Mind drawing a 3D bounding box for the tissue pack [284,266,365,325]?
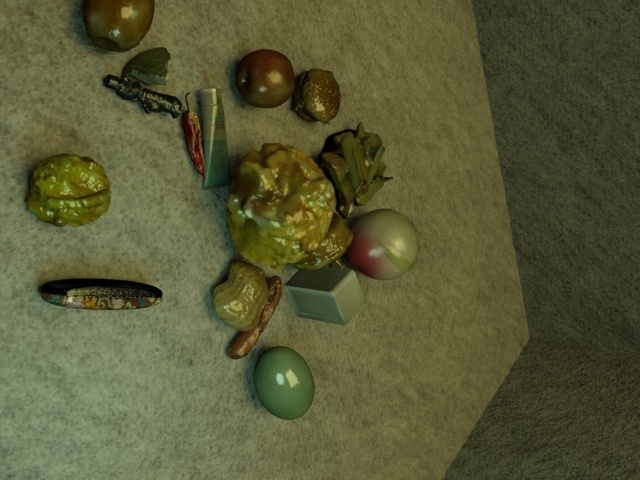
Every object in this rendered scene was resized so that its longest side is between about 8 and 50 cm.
[{"bbox_3d":[0.015,0.198,2.132,0.136,0.246,0.160,-42,123,-37],"label":"tissue pack"}]

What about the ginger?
[{"bbox_3d":[0.180,-0.278,2.320,0.413,0.211,0.359,-35,120,-43],"label":"ginger"}]

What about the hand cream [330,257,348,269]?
[{"bbox_3d":[0.054,0.068,2.318,0.186,0.054,0.087,58,47,-25],"label":"hand cream"}]

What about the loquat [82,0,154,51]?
[{"bbox_3d":[-0.522,-0.602,1.515,0.179,0.179,0.228,34,63,-45],"label":"loquat"}]

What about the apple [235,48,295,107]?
[{"bbox_3d":[-0.182,-0.528,1.901,0.173,0.188,0.188,-18,106,-40],"label":"apple"}]

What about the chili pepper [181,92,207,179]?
[{"bbox_3d":[-0.391,-0.317,1.784,0.059,0.050,0.268,-60,143,-71],"label":"chili pepper"}]

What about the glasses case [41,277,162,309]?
[{"bbox_3d":[-0.573,0.143,1.547,0.320,0.122,0.082,8,85,-49],"label":"glasses case"}]

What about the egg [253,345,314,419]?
[{"bbox_3d":[-0.126,0.497,2.022,0.203,0.202,0.283,-41,126,-39],"label":"egg"}]

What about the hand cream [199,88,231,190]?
[{"bbox_3d":[-0.335,-0.318,1.834,0.111,0.070,0.313,-21,112,-47],"label":"hand cream"}]

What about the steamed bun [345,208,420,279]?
[{"bbox_3d":[0.226,0.030,2.347,0.309,0.309,0.310,-4,96,-49],"label":"steamed bun"}]

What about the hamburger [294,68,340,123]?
[{"bbox_3d":[-0.005,-0.543,2.153,0.189,0.122,0.215,26,71,-44],"label":"hamburger"}]

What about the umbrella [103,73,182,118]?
[{"bbox_3d":[-0.502,-0.404,1.641,0.224,0.080,0.071,17,115,-45],"label":"umbrella"}]

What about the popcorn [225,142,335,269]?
[{"bbox_3d":[-0.127,-0.116,1.875,0.390,0.343,0.354,96,5,-47],"label":"popcorn"}]

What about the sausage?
[{"bbox_3d":[-0.214,0.267,2.000,0.327,0.079,0.087,-61,148,-25],"label":"sausage"}]

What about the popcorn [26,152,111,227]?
[{"bbox_3d":[-0.626,-0.123,1.457,0.197,0.155,0.198,18,61,-37],"label":"popcorn"}]

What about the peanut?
[{"bbox_3d":[-0.256,0.177,1.917,0.196,0.110,0.233,43,60,-27],"label":"peanut"}]

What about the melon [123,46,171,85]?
[{"bbox_3d":[-0.482,-0.474,1.631,0.139,0.202,0.093,-13,126,-14],"label":"melon"}]

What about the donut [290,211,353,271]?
[{"bbox_3d":[0.000,0.000,2.132,0.261,0.208,0.128,-50,126,-41],"label":"donut"}]
